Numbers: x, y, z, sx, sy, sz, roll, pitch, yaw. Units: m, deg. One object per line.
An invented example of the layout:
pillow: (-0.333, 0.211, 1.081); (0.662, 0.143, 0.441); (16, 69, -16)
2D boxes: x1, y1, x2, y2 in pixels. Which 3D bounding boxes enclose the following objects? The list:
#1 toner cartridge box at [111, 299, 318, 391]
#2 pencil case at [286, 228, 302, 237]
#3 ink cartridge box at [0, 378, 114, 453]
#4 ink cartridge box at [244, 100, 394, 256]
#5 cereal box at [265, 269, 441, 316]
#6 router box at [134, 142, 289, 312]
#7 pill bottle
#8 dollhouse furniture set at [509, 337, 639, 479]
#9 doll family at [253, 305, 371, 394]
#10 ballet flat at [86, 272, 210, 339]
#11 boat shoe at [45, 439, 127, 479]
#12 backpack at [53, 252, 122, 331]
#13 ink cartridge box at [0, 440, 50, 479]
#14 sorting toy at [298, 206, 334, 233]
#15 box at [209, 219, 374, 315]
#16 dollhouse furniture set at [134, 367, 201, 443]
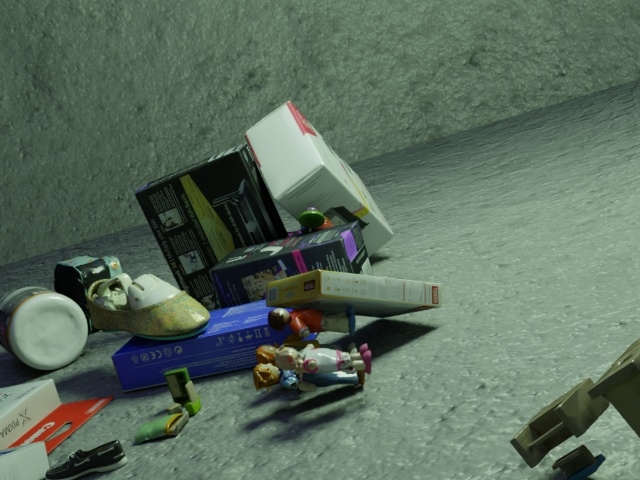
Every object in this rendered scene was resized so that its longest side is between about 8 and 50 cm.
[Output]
toner cartridge box: (-0.180, 0.178, 1.915); (0.348, 0.075, 0.165); (-13, 11, 18)
pencil case: (0.000, 0.000, 2.440); (0.209, 0.098, 0.095); (-14, 12, 11)
ink cartridge box: (-0.520, 0.313, 1.813); (0.239, 0.060, 0.275); (-13, 12, 22)
ink cartridge box: (-0.002, -0.114, 2.251); (0.131, 0.306, 0.226); (-38, 48, 11)
cereal box: (0.054, 0.090, 1.761); (0.240, 0.047, 0.173); (7, -13, -32)
router box: (-0.204, -0.012, 2.204); (0.243, 0.309, 0.081); (-20, 13, 14)
pill bottle: (-0.611, 0.181, 2.302); (0.162, 0.162, 0.278); (-22, 12, -25)
dollhouse furniture set: (0.324, 0.192, 1.115); (0.129, 0.129, 0.183); (-29, -13, -47)
doll family: (-0.021, 0.185, 1.610); (0.163, 0.118, 0.263); (0, 15, -6)
ballet flat: (-0.329, 0.114, 1.955); (0.123, 0.123, 0.348); (-25, 14, -35)
boat shoe: (-0.346, 0.322, 1.566); (0.125, 0.038, 0.046); (-15, 12, 10)
backpack: (-0.537, 0.113, 2.497); (0.144, 0.166, 0.188); (-23, 17, -38)
ink cartridge box: (-0.521, 0.340, 1.435); (0.176, 0.069, 0.371); (-14, -6, 10)
sorting toy: (-0.011, -0.040, 2.108); (0.061, 0.102, 0.042); (-16, 54, 20)
box: (-0.049, 0.073, 2.049); (0.270, 0.143, 0.165); (-13, 10, 16)
dollhouse furniture set: (-0.239, 0.255, 1.678); (0.076, 0.058, 0.151); (-14, 12, 17)
